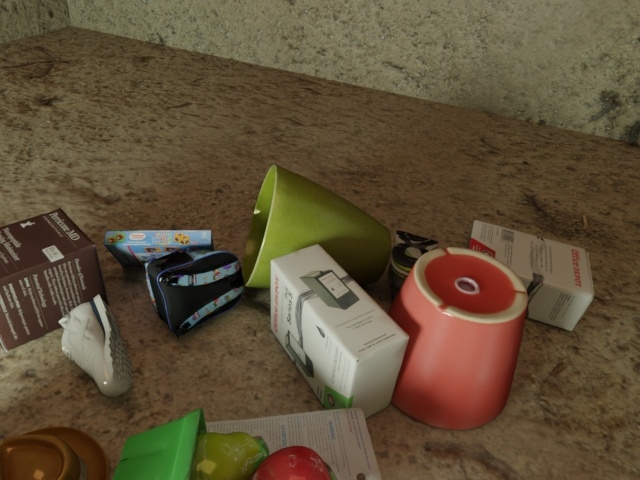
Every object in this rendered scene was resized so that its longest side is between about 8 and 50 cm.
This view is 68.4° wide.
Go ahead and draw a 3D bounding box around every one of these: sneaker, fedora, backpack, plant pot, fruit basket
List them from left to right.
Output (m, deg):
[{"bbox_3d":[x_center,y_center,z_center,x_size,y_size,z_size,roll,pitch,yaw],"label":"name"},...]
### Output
[{"bbox_3d":[-0.410,0.335,0.674,0.195,0.079,0.194,4,36,-3],"label":"fedora"},{"bbox_3d":[-0.414,0.203,0.862,0.095,0.090,0.235,-25,42,-18],"label":"sneaker"},{"bbox_3d":[-0.251,0.087,0.966,0.173,0.158,0.117,-23,30,-31],"label":"backpack"},{"bbox_3d":[-0.089,0.353,0.605,0.354,0.165,0.327,1,21,-8],"label":"fruit basket"},{"bbox_3d":[0.000,0.000,1.067,0.294,0.274,0.274,14,35,-15],"label":"plant pot"},{"bbox_3d":[0.208,0.058,1.123,0.111,0.121,0.300,18,19,14],"label":"sneaker"},{"bbox_3d":[0.242,0.164,0.869,0.275,0.243,0.274,4,37,-3],"label":"plant pot"}]

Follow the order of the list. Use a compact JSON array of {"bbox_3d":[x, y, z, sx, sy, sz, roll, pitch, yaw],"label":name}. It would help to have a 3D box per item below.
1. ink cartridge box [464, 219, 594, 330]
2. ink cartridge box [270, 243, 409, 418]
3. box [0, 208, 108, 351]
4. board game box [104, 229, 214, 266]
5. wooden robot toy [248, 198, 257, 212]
[{"bbox_3d":[0.482,0.076,1.130,0.273,0.114,0.197,16,37,14],"label":"ink cartridge box"},{"bbox_3d":[0.017,0.167,0.865,0.115,0.198,0.273,-18,43,-28],"label":"ink cartridge box"},{"bbox_3d":[-0.564,0.070,0.930,0.169,0.166,0.203,34,44,31],"label":"box"},{"bbox_3d":[-0.346,0.020,1.047,0.212,0.160,0.039,1,71,-9],"label":"board game box"},{"bbox_3d":[-0.111,-0.050,1.269,0.173,0.076,0.079,25,5,23],"label":"wooden robot toy"}]
